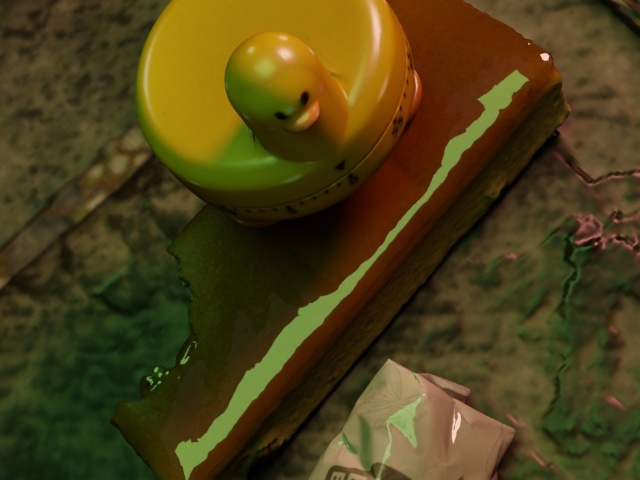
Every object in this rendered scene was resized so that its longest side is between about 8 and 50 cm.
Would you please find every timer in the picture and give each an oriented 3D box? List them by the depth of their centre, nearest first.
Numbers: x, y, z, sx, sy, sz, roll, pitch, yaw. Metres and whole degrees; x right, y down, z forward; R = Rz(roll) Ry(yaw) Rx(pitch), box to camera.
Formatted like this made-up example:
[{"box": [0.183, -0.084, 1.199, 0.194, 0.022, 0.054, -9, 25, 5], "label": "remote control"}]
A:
[{"box": [-0.020, -0.062, 0.639, 0.107, 0.109, 0.107, -9, 63, 18], "label": "timer"}]

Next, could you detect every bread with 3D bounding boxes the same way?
[{"box": [0.000, 0.000, 0.696, 0.088, 0.049, 0.226, 39, 84, 29], "label": "bread"}]

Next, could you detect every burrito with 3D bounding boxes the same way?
[{"box": [0.000, 0.133, 0.628, 0.064, 0.064, 0.203, 29, 77, 28], "label": "burrito"}]
